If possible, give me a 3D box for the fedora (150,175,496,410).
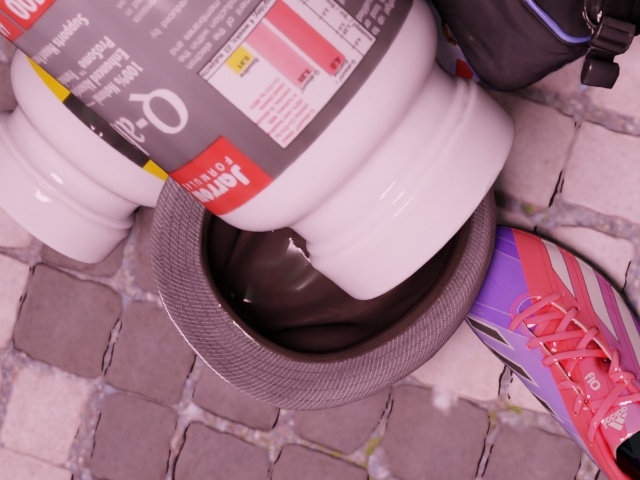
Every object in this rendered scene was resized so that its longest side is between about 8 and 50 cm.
[{"bbox_3d":[0.000,0.000,1.438,0.244,0.124,0.275,44,79,0],"label":"fedora"}]

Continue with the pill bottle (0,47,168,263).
[{"bbox_3d":[-0.122,-0.149,1.463,0.188,0.188,0.334,43,103,9],"label":"pill bottle"}]

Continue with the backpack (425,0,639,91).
[{"bbox_3d":[0.157,-0.258,1.355,0.263,0.213,0.276,-38,98,-29],"label":"backpack"}]

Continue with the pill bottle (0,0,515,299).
[{"bbox_3d":[-0.053,-0.137,1.259,0.363,0.210,0.210,41,103,-13],"label":"pill bottle"}]

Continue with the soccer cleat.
[{"bbox_3d":[0.216,0.109,1.426,0.108,0.116,0.318,-45,82,14],"label":"soccer cleat"}]
